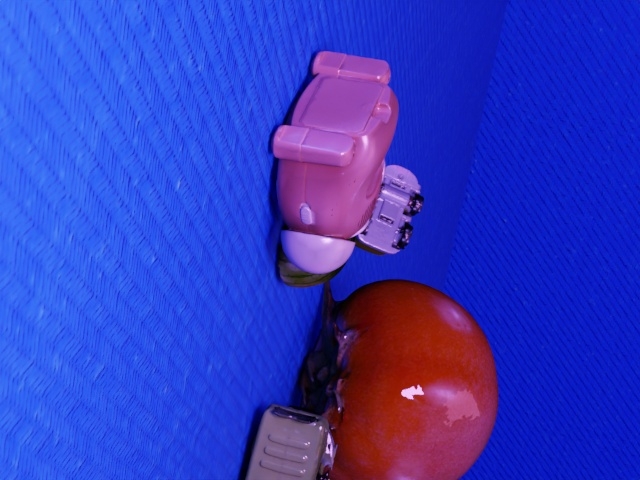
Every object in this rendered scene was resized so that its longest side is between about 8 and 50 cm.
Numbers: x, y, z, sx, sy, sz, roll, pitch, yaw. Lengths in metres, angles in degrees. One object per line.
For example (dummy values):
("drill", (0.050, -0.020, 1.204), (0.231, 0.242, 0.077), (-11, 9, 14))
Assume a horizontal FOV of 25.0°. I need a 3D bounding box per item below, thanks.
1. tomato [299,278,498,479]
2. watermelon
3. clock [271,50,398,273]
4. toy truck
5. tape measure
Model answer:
("tomato", (0.085, 0.173, 1.664), (0.256, 0.225, 0.255), (-168, -90, -71))
("watermelon", (0.000, 0.000, 1.414), (0.105, 0.062, 0.105), (14, 90, -71))
("clock", (0.019, -0.065, 1.308), (0.162, 0.093, 0.166), (89, 18, -45))
("toy truck", (0.077, -0.037, 1.780), (0.111, 0.076, 0.077), (-69, -167, -15))
("tape measure", (-0.036, 0.255, 1.530), (0.154, 0.088, 0.177), (-45, 151, -82))
